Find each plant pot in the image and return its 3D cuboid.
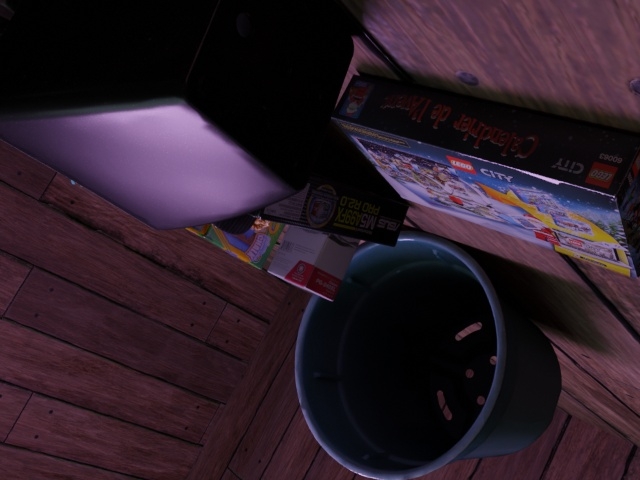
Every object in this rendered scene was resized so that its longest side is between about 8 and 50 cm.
[{"bbox_3d":[-0.088,-0.120,0.473,0.166,0.188,0.187,6,160,36],"label":"plant pot"},{"bbox_3d":[0.195,0.198,1.038,0.341,0.341,0.334,21,177,43],"label":"plant pot"}]

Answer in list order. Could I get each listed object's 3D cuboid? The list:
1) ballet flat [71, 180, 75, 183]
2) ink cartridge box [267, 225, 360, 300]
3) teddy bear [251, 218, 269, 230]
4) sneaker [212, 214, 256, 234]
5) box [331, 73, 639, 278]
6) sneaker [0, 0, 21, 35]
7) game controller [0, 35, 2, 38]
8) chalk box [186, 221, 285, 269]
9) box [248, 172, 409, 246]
[{"bbox_3d":[-0.416,-0.217,1.165,0.106,0.108,0.316,-10,150,-10],"label":"ballet flat"},{"bbox_3d":[0.000,0.000,0.990,0.063,0.151,0.109,29,173,-35],"label":"ink cartridge box"},{"bbox_3d":[-0.243,-0.113,1.268,0.338,0.113,0.245,30,170,-12],"label":"teddy bear"},{"bbox_3d":[-0.230,-0.127,1.099,0.146,0.122,0.330,18,162,45],"label":"sneaker"},{"bbox_3d":[0.140,-0.053,0.537,0.233,0.044,0.159,23,171,35],"label":"box"},{"bbox_3d":[-0.478,-0.325,0.758,0.279,0.107,0.118,34,176,-35],"label":"sneaker"},{"bbox_3d":[-0.324,-0.209,0.819,0.319,0.067,0.166,22,-150,30],"label":"game controller"},{"bbox_3d":[-0.174,-0.028,1.489,0.213,0.132,0.132,34,171,-35],"label":"chalk box"},{"bbox_3d":[-0.051,-0.064,0.815,0.216,0.060,0.270,22,-174,37],"label":"box"}]
